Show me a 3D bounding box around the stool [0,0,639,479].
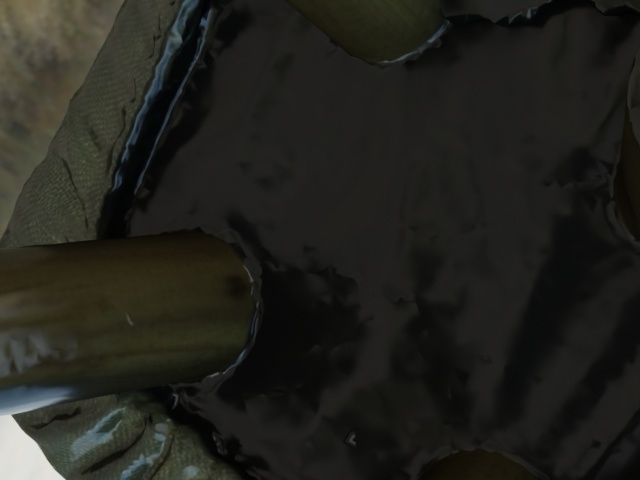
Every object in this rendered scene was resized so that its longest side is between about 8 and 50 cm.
[{"bbox_3d":[0.000,0.000,0.512,0.310,0.310,0.226,-59,156,12],"label":"stool"}]
